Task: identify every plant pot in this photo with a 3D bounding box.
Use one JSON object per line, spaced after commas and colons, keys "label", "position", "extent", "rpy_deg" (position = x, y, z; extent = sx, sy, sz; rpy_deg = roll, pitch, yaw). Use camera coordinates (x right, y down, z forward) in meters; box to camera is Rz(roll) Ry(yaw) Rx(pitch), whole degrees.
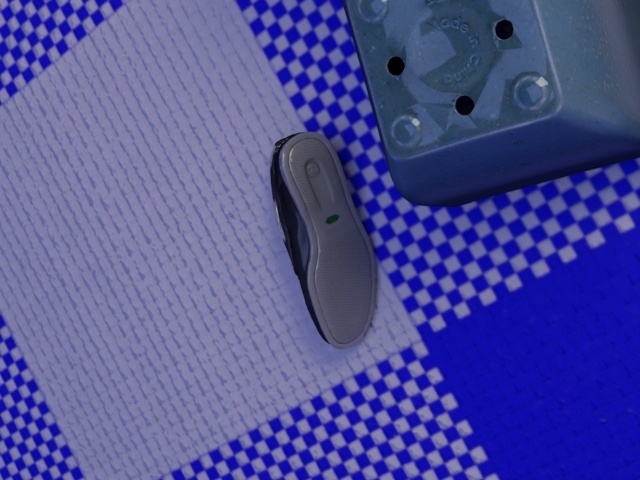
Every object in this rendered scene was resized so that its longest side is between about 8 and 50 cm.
{"label": "plant pot", "position": [0.149, -0.164, 0.904], "extent": [0.247, 0.252, 0.247], "rpy_deg": [-15, 90, 26]}

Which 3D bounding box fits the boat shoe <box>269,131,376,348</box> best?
{"label": "boat shoe", "position": [0.000, 0.000, 1.108], "extent": [0.079, 0.084, 0.233], "rpy_deg": [3, 109, 63]}
